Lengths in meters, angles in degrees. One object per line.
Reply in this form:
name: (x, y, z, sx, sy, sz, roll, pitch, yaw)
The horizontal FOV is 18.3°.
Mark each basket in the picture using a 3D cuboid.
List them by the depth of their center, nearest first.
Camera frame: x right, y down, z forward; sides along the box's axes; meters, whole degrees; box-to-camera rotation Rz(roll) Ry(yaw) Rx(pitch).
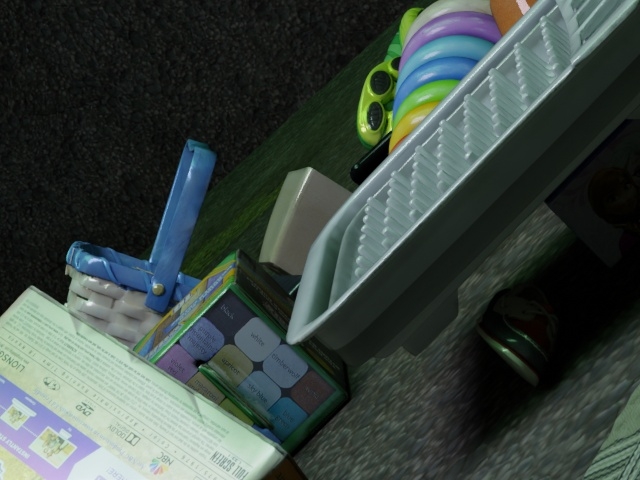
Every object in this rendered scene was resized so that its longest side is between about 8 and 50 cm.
basket: (-0.171, 0.033, 2.127, 0.255, 0.201, 0.289, -123, 47, -83)

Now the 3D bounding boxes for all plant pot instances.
plant pot: (0.000, 0.000, 1.918, 0.096, 0.109, 0.109, -59, 10, -8)

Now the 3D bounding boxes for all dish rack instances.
dish rack: (0.119, -0.062, 1.241, 0.333, 0.072, 0.285, -45, 9, 14)

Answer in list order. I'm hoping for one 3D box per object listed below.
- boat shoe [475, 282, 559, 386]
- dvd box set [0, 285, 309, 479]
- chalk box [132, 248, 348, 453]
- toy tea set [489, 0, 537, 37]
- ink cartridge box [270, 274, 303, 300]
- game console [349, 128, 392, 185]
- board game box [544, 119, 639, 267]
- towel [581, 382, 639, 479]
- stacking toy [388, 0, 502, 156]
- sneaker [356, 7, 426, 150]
boat shoe: (0.123, 0.053, 1.198, 0.043, 0.049, 0.137, -43, 3, 5)
dvd box set: (-0.246, 0.253, 1.398, 0.308, 0.062, 0.420, 27, 69, 40)
chalk box: (-0.068, 0.111, 1.575, 0.132, 0.132, 0.213, -44, 7, 7)
toy tea set: (0.243, -0.223, 1.583, 0.200, 0.124, 0.336, -27, -19, -6)
ink cartridge box: (-0.082, 0.111, 1.903, 0.165, 0.065, 0.333, -48, 7, -11)
game console: (0.097, -0.097, 2.014, 0.122, 0.107, 0.071, -44, 36, 17)
board game box: (0.264, -0.140, 1.364, 0.318, 0.066, 0.318, -45, 8, 5)
towel: (0.208, 0.058, 0.768, 0.324, 0.056, 0.312, -54, 8, -35)
stacking toy: (0.108, -0.088, 1.710, 0.141, 0.141, 0.330, -41, 13, 32)
sneaker: (0.103, -0.160, 2.263, 0.295, 0.109, 0.123, -62, -5, -59)
